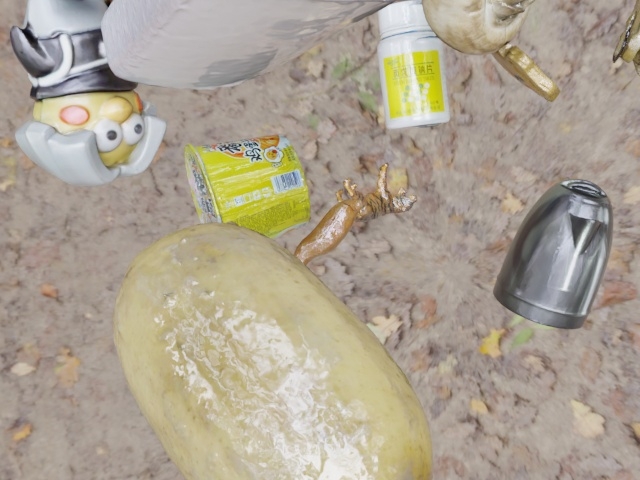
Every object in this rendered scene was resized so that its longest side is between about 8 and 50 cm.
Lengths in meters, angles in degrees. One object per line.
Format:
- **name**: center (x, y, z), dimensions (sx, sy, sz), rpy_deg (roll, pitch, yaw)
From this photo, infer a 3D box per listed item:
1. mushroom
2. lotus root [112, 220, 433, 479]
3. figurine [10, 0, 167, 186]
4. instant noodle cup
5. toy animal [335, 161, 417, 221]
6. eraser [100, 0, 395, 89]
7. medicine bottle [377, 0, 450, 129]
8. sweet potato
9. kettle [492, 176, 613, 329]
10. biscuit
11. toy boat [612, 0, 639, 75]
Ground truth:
- **mushroom**: center (0.269, -0.425, 1.182), dimensions (0.184, 0.255, 0.254), rpy_deg (1, 87, 42)
- **lotus root**: center (-0.027, 0.121, 0.523), dimensions (0.169, 0.151, 0.342), rpy_deg (-51, 60, 10)
- **figurine**: center (-0.252, -0.180, 0.795), dimensions (0.133, 0.176, 0.236), rpy_deg (10, 113, 38)
- **instant noodle cup**: center (-0.150, -0.102, 1.510), dimensions (0.200, 0.264, 0.264), rpy_deg (-19, 84, -16)
- **toy animal**: center (0.086, -0.074, 1.539), dimensions (0.114, 0.255, 0.116), rpy_deg (-34, 85, 40)
- **eraser**: center (-0.046, -0.176, 0.520), dimensions (0.174, 0.270, 0.094), rpy_deg (-11, 94, -25)
- **medicine bottle**: center (0.196, -0.372, 1.565), dimensions (0.144, 0.143, 0.257), rpy_deg (-6, 95, 10)
- **sweet potato**: center (0.000, 0.000, 1.246), dimensions (0.195, 0.056, 0.056), rpy_deg (-43, 81, 4)
- **kettle**: center (0.567, 0.001, 1.735), dimensions (0.229, 0.321, 0.324), rpy_deg (16, 109, 2)
- **biscuit**: center (0.372, -0.321, 1.367), dimensions (0.166, 0.225, 0.036), rpy_deg (38, 106, -16)
- **toy boat**: center (0.463, -0.315, 0.898), dimensions (0.136, 0.162, 0.445), rpy_deg (28, 52, 6)
